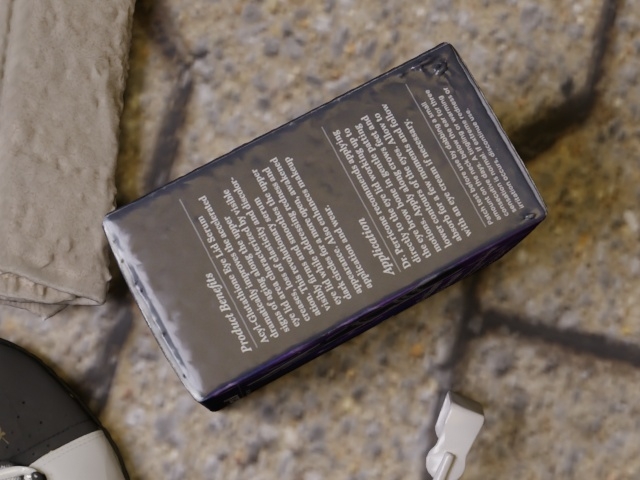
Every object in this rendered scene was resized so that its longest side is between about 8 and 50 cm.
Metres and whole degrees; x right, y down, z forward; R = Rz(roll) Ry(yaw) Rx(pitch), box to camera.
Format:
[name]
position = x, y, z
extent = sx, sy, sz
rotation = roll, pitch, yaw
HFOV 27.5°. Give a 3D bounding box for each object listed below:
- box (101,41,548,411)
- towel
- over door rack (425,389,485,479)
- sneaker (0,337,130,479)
[box]
position = 0.000, 0.000, 0.722
extent = 0.207, 0.153, 0.108
rotation = -28, 83, -5
[towel]
position = -0.191, -0.104, 0.739
extent = 0.187, 0.049, 0.282
rotation = 16, 73, -43
[over door rack]
position = 0.120, 0.268, 0.702
extent = 0.239, 0.108, 0.324
rotation = 23, 80, 2
[sneaker]
position = -0.147, 0.198, 0.690
extent = 0.122, 0.146, 0.331
rotation = -23, 80, -4
